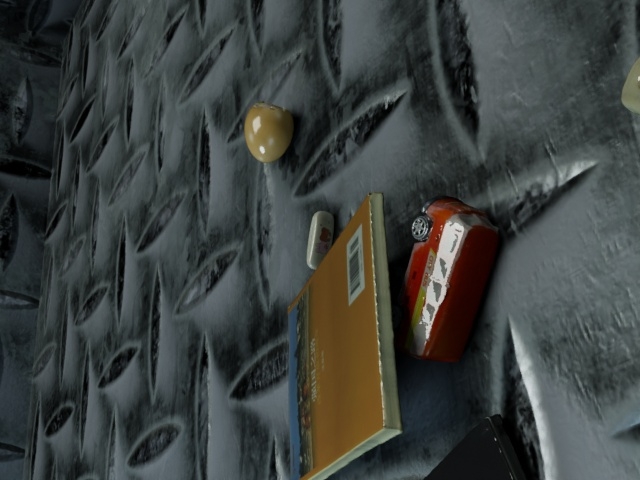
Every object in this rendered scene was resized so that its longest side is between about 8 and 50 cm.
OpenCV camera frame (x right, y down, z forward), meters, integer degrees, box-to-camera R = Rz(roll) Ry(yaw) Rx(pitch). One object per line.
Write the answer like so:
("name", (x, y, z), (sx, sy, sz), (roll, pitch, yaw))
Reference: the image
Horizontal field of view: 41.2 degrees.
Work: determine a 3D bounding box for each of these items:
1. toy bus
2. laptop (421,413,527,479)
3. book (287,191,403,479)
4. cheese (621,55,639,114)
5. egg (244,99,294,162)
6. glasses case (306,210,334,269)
("toy bus", (0.131, 0.044, 0.902), (0.077, 0.079, 0.174), (28, 103, 52))
("laptop", (0.159, 0.291, 0.803), (0.154, 0.026, 0.207), (-55, 36, 35))
("book", (0.015, 0.140, 1.027), (0.374, 0.028, 0.262), (123, 148, -61))
("cheese", (0.313, -0.106, 0.659), (0.194, 0.043, 0.065), (47, 122, 57))
("egg", (-0.083, -0.173, 1.365), (0.080, 0.080, 0.096), (39, 123, 59))
("glasses case", (0.000, 0.000, 1.195), (0.021, 0.032, 0.083), (-3, 77, 58))
